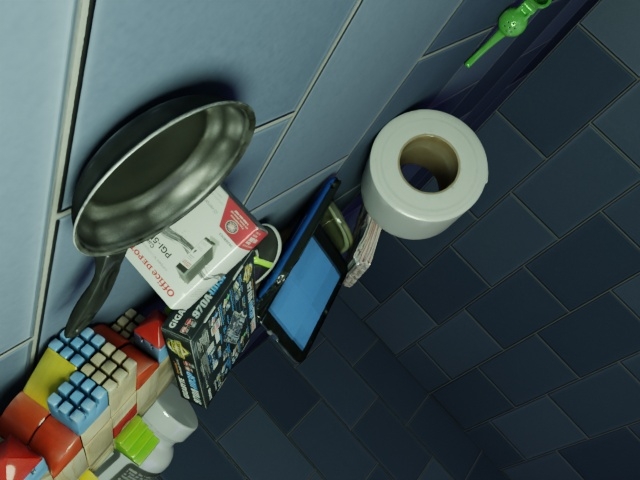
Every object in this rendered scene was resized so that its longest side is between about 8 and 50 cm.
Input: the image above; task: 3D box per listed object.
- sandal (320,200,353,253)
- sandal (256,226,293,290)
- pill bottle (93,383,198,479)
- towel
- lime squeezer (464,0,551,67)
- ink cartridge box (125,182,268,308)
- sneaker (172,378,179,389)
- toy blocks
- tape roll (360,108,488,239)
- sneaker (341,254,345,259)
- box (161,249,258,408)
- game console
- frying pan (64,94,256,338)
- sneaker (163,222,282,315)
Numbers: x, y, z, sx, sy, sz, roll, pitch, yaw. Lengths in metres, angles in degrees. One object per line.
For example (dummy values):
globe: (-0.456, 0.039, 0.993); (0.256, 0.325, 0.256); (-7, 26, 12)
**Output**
sandal: (0.000, 0.002, 1.365); (0.086, 0.120, 0.302); (-24, 165, -24)
sandal: (-0.126, 0.079, 1.244); (0.240, 0.079, 0.088); (-46, 172, 21)
pill bottle: (-0.470, 0.488, 1.243); (0.363, 0.210, 0.210); (-42, 172, -4)
towel: (0.122, -0.051, 1.422); (0.332, 0.054, 0.316); (113, -4, -74)
lime squeezer: (0.418, -0.467, 1.107); (0.310, 0.059, 0.110); (-47, 171, 22)
ink cartridge box: (-0.145, 0.000, 0.632); (0.135, 0.099, 0.056); (-44, 172, 2)
sneaker: (-0.498, 0.503, 1.460); (0.385, 0.145, 0.147); (-41, 178, 16)
toy blocks: (-0.323, 0.221, 0.751); (0.381, 0.191, 0.260); (-51, 170, -39)
tape roll: (0.217, -0.137, 1.189); (0.246, 0.246, 0.169); (-42, 171, -10)
sneaker: (0.047, 0.044, 1.608); (0.108, 0.169, 0.292); (-39, 170, -14)
box: (-0.160, 0.133, 0.844); (0.220, 0.051, 0.175); (95, 20, -50)
game console: (-0.007, 0.063, 1.119); (0.250, 0.173, 0.293); (-49, -170, 52)
frying pan: (-0.168, -0.029, 0.545); (0.197, 0.053, 0.326); (-37, 172, -39)
sneaker: (-0.160, 0.056, 0.930); (0.235, 0.084, 0.097); (-42, 171, -10)
